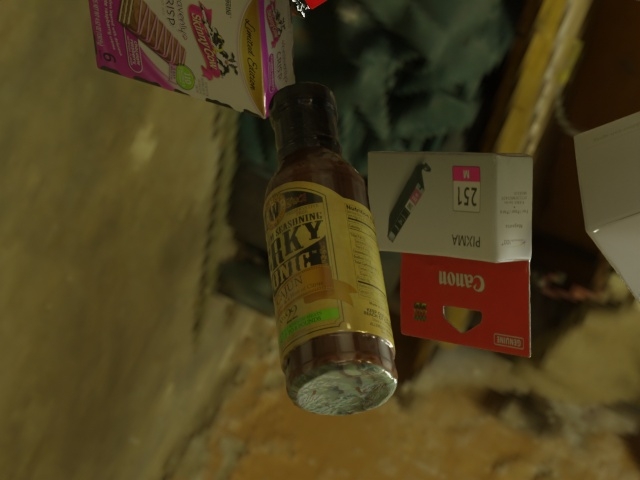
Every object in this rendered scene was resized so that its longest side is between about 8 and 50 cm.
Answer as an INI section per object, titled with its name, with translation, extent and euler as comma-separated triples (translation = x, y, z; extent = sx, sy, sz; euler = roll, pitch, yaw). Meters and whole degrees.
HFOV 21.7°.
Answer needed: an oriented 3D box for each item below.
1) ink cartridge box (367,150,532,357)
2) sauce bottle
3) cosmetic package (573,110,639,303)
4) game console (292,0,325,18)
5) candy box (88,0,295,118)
[ink cartridge box]
translation = 0.152, 0.011, 2.031
extent = 0.275, 0.060, 0.239
euler = 6, -84, 58
[sauce bottle]
translation = 0.000, 0.000, 1.628
extent = 0.111, 0.111, 0.344
euler = 101, -17, -54
[cosmetic package]
translation = 0.465, 0.000, 1.991
extent = 0.365, 0.197, 0.155
euler = 49, 30, -43
[game console]
translation = -0.041, -0.358, 2.127
extent = 0.085, 0.124, 0.144
euler = -57, 150, -11
[candy box]
translation = -0.144, -0.242, 1.835
extent = 0.071, 0.233, 0.159
euler = -47, 145, -43
